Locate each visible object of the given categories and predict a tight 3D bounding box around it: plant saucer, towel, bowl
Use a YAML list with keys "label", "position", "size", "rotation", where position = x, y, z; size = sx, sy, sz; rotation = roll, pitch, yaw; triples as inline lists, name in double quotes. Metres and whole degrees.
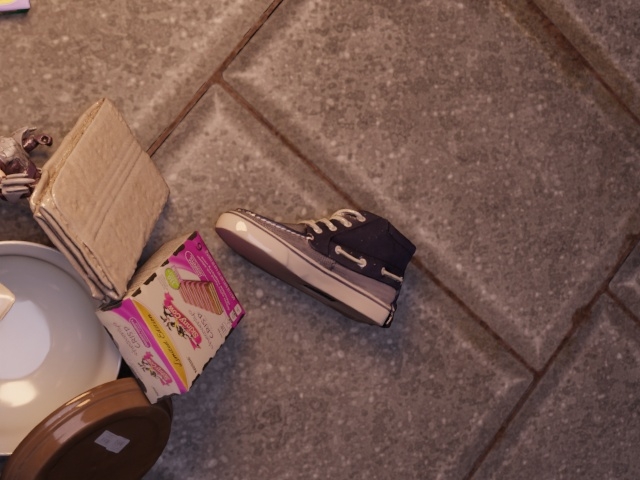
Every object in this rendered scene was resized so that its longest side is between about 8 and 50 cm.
- label: "plant saucer"
  position: [-0.323, 0.309, 1.435]
  size: [0.278, 0.041, 0.278]
  rotation: [-31, 147, -23]
- label: "towel"
  position: [-0.302, -0.059, 1.405]
  size: [0.049, 0.282, 0.187]
  rotation: [-18, 120, 22]
- label: "bowl"
  position: [-0.440, 0.144, 1.422]
  size: [0.298, 0.134, 0.298]
  rotation: [-1, 94, -22]

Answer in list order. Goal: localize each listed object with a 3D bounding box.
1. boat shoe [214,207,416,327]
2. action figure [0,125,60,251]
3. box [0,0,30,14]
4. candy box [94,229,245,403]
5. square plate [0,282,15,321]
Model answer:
- label: "boat shoe"
  position: [0.000, 0.000, 1.604]
  size: [0.340, 0.127, 0.158]
  rotation: [33, 75, -28]
- label: "action figure"
  position: [-0.399, -0.081, 1.415]
  size: [0.099, 0.185, 0.285]
  rotation: [-33, 124, 18]
- label: "box"
  position: [-0.477, -0.410, 1.420]
  size: [0.105, 0.043, 0.179]
  rotation: [-12, 96, -21]
- label: "candy box"
  position: [-0.211, 0.105, 1.466]
  size: [0.071, 0.233, 0.159]
  rotation: [-22, 106, 26]
- label: "square plate"
  position: [-0.581, 0.137, 1.265]
  size: [0.344, 0.347, 0.049]
  rotation: [-54, 138, -10]
